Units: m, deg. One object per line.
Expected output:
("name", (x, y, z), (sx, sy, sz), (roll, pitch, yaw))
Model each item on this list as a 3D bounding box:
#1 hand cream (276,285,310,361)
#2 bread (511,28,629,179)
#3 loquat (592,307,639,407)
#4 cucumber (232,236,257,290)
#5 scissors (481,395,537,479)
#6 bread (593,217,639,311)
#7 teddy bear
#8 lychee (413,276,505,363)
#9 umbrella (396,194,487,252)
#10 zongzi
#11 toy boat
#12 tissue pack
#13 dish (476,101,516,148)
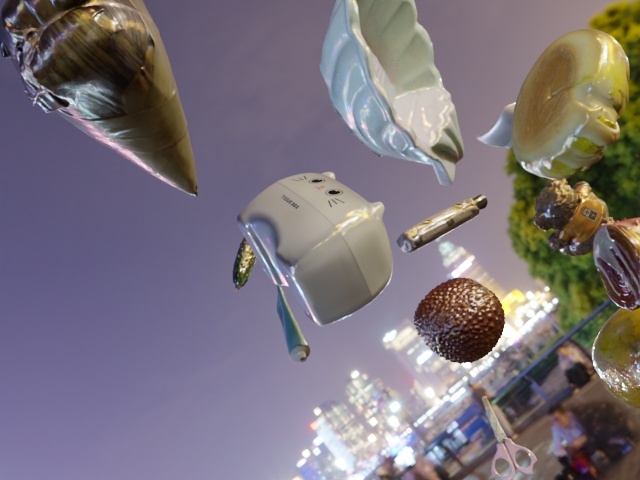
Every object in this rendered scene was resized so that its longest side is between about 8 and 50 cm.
("hand cream", (-0.070, 0.192, 1.638), (0.048, 0.224, 0.083), (-7, -55, -15))
("bread", (0.353, -0.186, 1.021), (0.105, 0.213, 0.213), (17, -46, -20))
("loquat", (0.618, 0.198, 1.316), (0.213, 0.213, 0.246), (-32, -13, -29))
("cucumber", (-0.192, 0.020, 2.007), (0.067, 0.067, 0.293), (-58, 8, 47))
("scissors", (0.437, 0.474, 1.754), (0.110, 0.212, 0.021), (-22, -27, 4))
("bread", (0.535, 0.036, 1.237), (0.073, 0.160, 0.160), (-15, -20, -6))
("teddy bear", (0.583, -0.061, 1.687), (0.177, 0.190, 0.140), (-69, 19, -2))
("lychee", (0.297, 0.169, 1.551), (0.194, 0.194, 0.194), (-37, -16, -13))
("umbrella", (0.365, -0.056, 2.127), (0.337, 0.067, 0.073), (-27, -3, -29))
("zongzi", (-0.217, -0.149, 0.827), (0.154, 0.317, 0.289), (-32, 22, 3))
("toy boat", (0.080, -0.189, 0.868), (0.100, 0.290, 0.199), (-13, 41, 34))
("tissue pack", (0.000, 0.000, 1.487), (0.236, 0.333, 0.229), (-33, -56, -12))
("dish", (0.468, -0.287, 1.636), (0.212, 0.077, 0.151), (-38, -6, -23))
